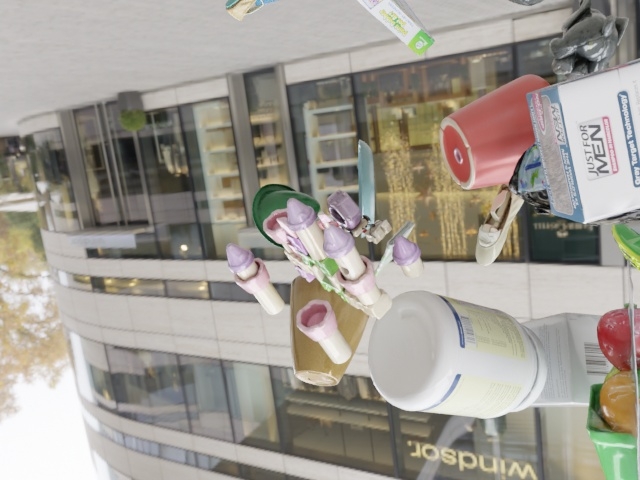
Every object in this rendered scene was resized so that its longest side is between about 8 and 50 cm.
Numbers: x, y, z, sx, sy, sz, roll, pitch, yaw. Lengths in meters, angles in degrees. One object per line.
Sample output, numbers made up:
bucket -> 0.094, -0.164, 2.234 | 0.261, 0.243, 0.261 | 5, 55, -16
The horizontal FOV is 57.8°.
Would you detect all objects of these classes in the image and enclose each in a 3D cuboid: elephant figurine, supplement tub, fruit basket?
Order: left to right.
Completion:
supplement tub -> 0.288, 0.243, 1.206 | 0.325, 0.235, 0.235 | 16, 176, -32
elephant figurine -> 0.659, -0.520, 1.430 | 0.186, 0.169, 0.239 | -2, -130, 40
fruit basket -> 0.550, 0.223, 0.986 | 0.165, 0.353, 0.327 | 3, -173, 27

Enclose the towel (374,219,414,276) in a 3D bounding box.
towel -> 0.187, 0.021, 1.516 | 0.023, 0.152, 0.113 | 40, -123, 14

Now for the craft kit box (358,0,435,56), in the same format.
craft kit box -> 0.133, -0.570, 1.344 | 0.061, 0.250, 0.247 | -41, 133, 23

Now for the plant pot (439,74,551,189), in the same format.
plant pot -> 0.457, -0.259, 1.492 | 0.243, 0.275, 0.275 | -20, -168, -6

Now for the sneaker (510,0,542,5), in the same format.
sneaker -> 0.146, -0.355, 0.736 | 0.106, 0.281, 0.162 | -48, 176, -31

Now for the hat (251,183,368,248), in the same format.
hat -> -0.028, -0.081, 1.372 | 0.208, 0.173, 0.183 | 9, 158, -38

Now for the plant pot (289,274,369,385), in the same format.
plant pot -> 0.014, 0.253, 1.567 | 0.237, 0.254, 0.237 | 8, 151, 5

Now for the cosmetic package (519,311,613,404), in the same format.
cosmetic package -> 0.524, 0.294, 1.370 | 0.155, 0.197, 0.365 | 6, 164, -15

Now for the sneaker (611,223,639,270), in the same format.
sneaker -> 0.899, 0.033, 1.541 | 0.123, 0.109, 0.295 | -41, -148, 8

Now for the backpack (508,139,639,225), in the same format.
backpack -> 0.554, -0.142, 1.119 | 0.290, 0.273, 0.355 | 17, -166, 8

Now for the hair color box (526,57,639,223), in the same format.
hair color box -> 0.458, -0.155, 0.726 | 0.347, 0.174, 0.105 | -16, -170, 0

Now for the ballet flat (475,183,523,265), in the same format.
ballet flat -> 0.497, -0.051, 1.649 | 0.086, 0.248, 0.086 | 25, 179, 1

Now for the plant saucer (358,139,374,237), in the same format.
plant saucer -> 0.148, -0.167, 1.880 | 0.044, 0.317, 0.317 | -1, -169, 1

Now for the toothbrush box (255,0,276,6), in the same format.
toothbrush box -> -0.136, -0.893, 1.743 | 0.216, 0.295, 0.126 | -12, -146, 9

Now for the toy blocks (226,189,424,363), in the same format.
toy blocks -> 0.000, 0.000, 1.071 | 0.309, 0.260, 0.288 | -44, -141, -17

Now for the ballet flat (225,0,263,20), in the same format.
ballet flat -> -0.179, -0.740, 1.713 | 0.232, 0.073, 0.080 | -29, -138, 26
